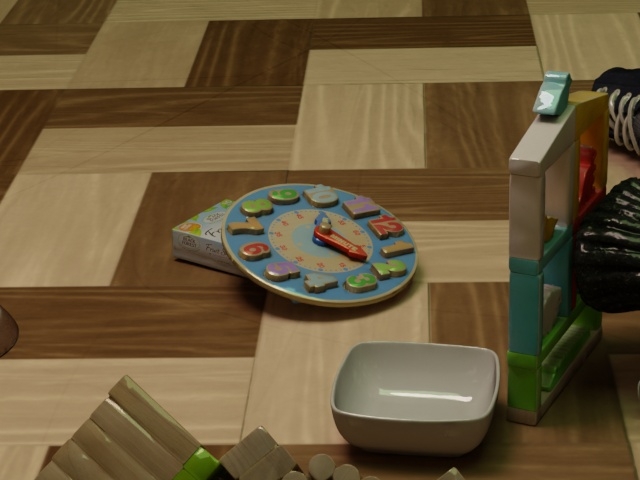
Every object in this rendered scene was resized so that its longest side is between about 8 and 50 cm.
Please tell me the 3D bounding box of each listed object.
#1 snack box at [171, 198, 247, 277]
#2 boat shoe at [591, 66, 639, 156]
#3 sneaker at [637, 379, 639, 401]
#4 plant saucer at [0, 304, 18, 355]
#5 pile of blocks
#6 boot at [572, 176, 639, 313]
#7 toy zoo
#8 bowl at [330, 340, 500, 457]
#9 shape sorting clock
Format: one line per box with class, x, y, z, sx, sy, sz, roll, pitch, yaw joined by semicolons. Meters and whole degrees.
snack box;-0.074;0.001;1.876;0.141;0.037;0.100;15;27;31
boat shoe;0.386;-0.135;2.080;0.158;0.127;0.340;1;14;23
sneaker;0.371;0.136;1.478;0.215;0.084;0.083;-3;55;27
plant saucer;-0.381;0.086;1.716;0.168;0.029;0.168;-2;24;1
pile of blocks;-0.027;0.219;1.312;0.362;0.149;0.112;14;-17;13
boot;0.322;0.015;1.452;0.260;0.131;0.348;11;1;29
toy zoo;0.211;-0.009;1.549;0.030;0.293;0.192;9;25;24
bowl;0.084;0.141;1.514;0.142;0.053;0.142;2;23;10
shape sorting clock;0.000;0.000;1.803;0.206;0.040;0.206;11;32;-7
